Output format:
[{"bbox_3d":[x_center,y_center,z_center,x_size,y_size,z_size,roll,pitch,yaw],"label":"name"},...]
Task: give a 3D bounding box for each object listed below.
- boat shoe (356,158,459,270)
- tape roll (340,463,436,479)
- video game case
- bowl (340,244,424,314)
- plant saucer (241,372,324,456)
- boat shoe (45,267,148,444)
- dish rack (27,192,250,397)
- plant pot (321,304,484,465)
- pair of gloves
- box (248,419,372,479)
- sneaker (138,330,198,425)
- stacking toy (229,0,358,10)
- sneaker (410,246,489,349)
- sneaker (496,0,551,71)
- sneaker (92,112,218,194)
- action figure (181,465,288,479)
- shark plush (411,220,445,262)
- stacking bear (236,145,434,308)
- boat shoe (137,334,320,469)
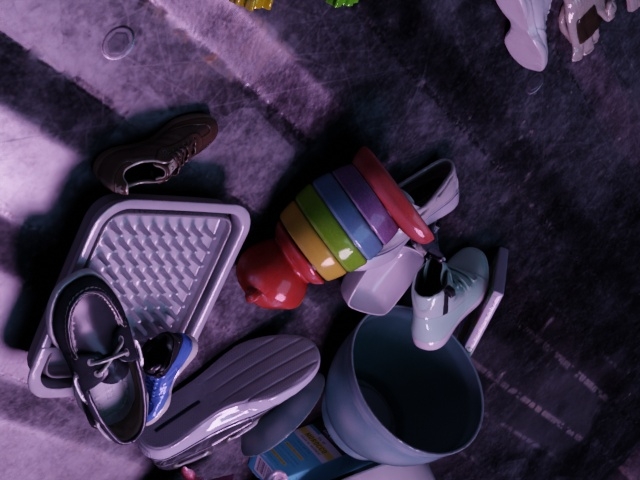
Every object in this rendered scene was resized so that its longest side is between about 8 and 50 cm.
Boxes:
[{"bbox_3d":[0.131,-0.048,2.019,0.268,0.096,0.088,-31,138,-24],"label":"boat shoe"},{"bbox_3d":[0.040,0.526,2.367,0.392,0.072,0.392,-21,164,-7],"label":"tape roll"},{"bbox_3d":[0.309,0.134,2.342,0.212,0.023,0.193,-65,179,-65],"label":"video game case"},{"bbox_3d":[0.102,0.056,2.126,0.142,0.053,0.142,18,111,-53],"label":"bowl"},{"bbox_3d":[-0.076,0.290,2.100,0.195,0.195,0.037,-44,106,-4],"label":"plant saucer"},{"bbox_3d":[-0.292,0.163,1.654,0.114,0.091,0.302,-33,142,-20],"label":"boat shoe"},{"bbox_3d":[-0.268,0.069,1.728,0.286,0.072,0.332,2,123,-47],"label":"dish rack"},{"bbox_3d":[0.124,0.290,2.219,0.293,0.293,0.196,-9,157,-42],"label":"plant pot"},{"bbox_3d":[0.505,-0.437,2.075,0.240,0.042,0.204,-37,144,-15],"label":"pair of gloves"},{"bbox_3d":[-0.010,0.407,2.312,0.244,0.100,0.060,-14,133,-39],"label":"box"},{"bbox_3d":[-0.245,0.199,1.764,0.152,0.058,0.084,-56,150,4],"label":"sneaker"},{"bbox_3d":[-0.011,-0.386,1.575,0.221,0.052,0.167,-13,135,-42],"label":"stacking toy"},{"bbox_3d":[0.241,0.064,2.197,0.256,0.094,0.151,-54,150,-40],"label":"sneaker"},{"bbox_3d":[0.346,-0.364,1.957,0.094,0.080,0.212,-50,146,-17],"label":"sneaker"},{"bbox_3d":[-0.207,-0.107,1.618,0.188,0.071,0.066,-27,141,-26],"label":"sneaker"},{"bbox_3d":[-0.215,0.509,2.127,0.248,0.276,0.370,-53,145,-40],"label":"action figure"},{"bbox_3d":[0.181,-0.012,2.073,0.073,0.161,0.067,30,112,-10],"label":"shark plush"},{"bbox_3d":[0.000,0.000,1.878,0.289,0.175,0.164,-37,119,2],"label":"stacking bear"},{"bbox_3d":[-0.152,0.269,2.032,0.335,0.121,0.119,-26,150,-11],"label":"boat shoe"}]
